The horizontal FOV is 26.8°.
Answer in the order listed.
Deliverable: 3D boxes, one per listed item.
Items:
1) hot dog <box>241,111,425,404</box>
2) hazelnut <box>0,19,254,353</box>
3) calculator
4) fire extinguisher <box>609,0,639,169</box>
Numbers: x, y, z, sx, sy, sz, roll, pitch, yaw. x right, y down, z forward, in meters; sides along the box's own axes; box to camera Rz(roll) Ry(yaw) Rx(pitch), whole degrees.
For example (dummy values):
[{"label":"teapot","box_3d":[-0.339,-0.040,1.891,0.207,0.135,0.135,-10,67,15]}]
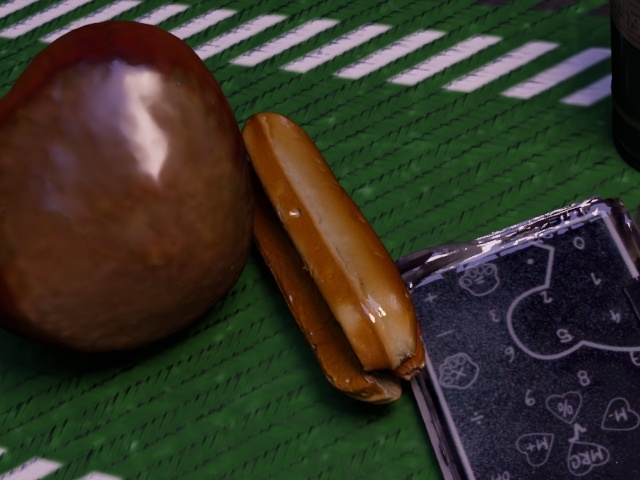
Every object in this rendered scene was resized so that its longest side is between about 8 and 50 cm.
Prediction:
[{"label":"hot dog","box_3d":[0.000,0.000,0.831,0.062,0.092,0.236,-13,49,-18]},{"label":"hazelnut","box_3d":[-0.127,-0.029,0.836,0.186,0.210,0.210,28,65,15]},{"label":"calculator","box_3d":[0.143,0.098,0.760,0.165,0.028,0.274,-19,52,0]},{"label":"fire extinguisher","box_3d":[0.211,-0.158,0.762,0.093,0.294,0.118,-30,54,-9]}]
